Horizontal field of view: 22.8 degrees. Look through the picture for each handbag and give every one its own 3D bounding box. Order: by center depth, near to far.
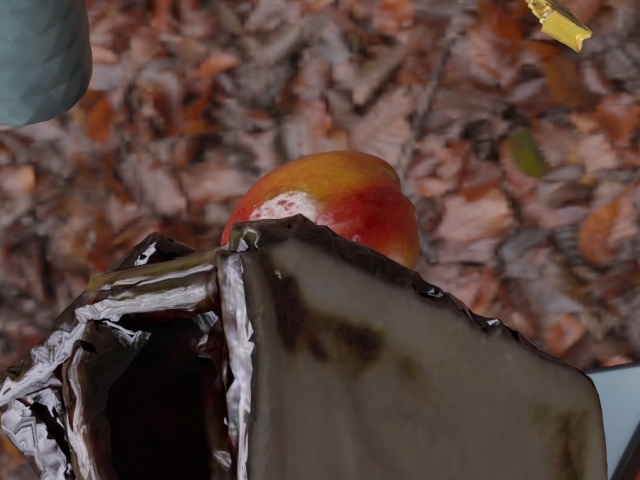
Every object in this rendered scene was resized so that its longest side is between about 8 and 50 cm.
[{"bbox_3d":[0.261,-0.243,1.749,0.027,0.061,0.083,-56,25,19],"label":"handbag"}]

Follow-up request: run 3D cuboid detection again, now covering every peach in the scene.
[{"bbox_3d":[0.000,0.000,1.880,0.243,0.243,0.200,-17,96,38],"label":"peach"}]

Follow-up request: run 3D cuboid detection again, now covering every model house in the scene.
[{"bbox_3d":[-0.042,0.160,0.752,0.282,0.317,0.297,-2,71,45],"label":"model house"}]

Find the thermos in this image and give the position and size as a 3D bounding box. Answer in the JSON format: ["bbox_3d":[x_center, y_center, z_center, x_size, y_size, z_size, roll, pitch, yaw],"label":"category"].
[{"bbox_3d":[-0.277,-0.255,1.421,0.144,0.182,0.287,10,141,2],"label":"thermos"}]

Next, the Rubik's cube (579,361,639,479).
[{"bbox_3d":[0.169,0.255,1.126,0.248,0.246,0.250,104,153,-49],"label":"Rubik's cube"}]
